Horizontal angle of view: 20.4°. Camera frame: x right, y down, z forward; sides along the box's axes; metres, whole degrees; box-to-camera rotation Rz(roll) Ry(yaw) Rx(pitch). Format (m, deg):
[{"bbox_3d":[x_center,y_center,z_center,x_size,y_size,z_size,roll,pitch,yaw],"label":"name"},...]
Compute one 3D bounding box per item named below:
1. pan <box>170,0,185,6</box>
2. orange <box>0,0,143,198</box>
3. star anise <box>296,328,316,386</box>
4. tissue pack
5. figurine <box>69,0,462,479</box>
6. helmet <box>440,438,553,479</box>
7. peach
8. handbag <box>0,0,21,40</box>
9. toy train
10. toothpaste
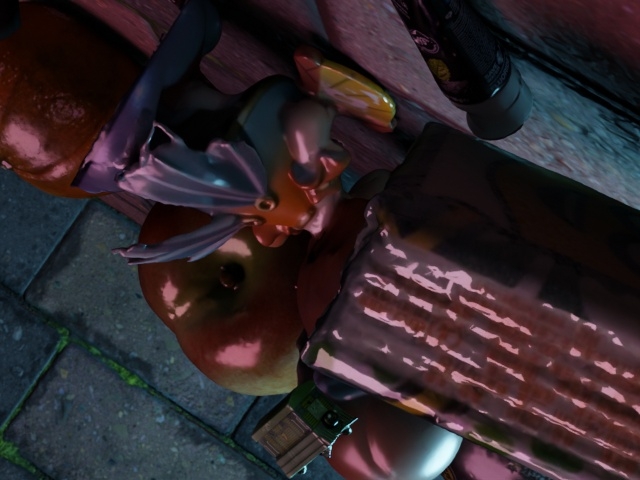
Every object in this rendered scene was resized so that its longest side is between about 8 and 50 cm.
[{"bbox_3d":[-0.205,-0.244,1.449,0.212,0.040,0.115,36,177,-6],"label":"pan"},{"bbox_3d":[-0.278,-0.141,1.870,0.240,0.171,0.240,32,171,5],"label":"orange"},{"bbox_3d":[0.039,0.082,1.638,0.089,0.231,0.209,48,-170,28],"label":"star anise"},{"bbox_3d":[0.165,0.056,1.030,0.311,0.128,0.228,25,-161,3],"label":"tissue pack"},{"bbox_3d":[0.001,-0.001,1.410,0.388,0.248,0.276,33,148,-8],"label":"figurine"},{"bbox_3d":[0.201,0.184,1.651,0.279,0.160,0.230,32,-165,-16],"label":"helmet"},{"bbox_3d":[-0.053,0.030,1.783,0.252,0.252,0.252,34,172,5],"label":"peach"},{"bbox_3d":[-0.314,-0.272,1.422,0.223,0.080,0.247,64,171,3],"label":"handbag"},{"bbox_3d":[-0.013,0.147,1.383,0.056,0.038,0.093,46,145,1],"label":"toy train"},{"bbox_3d":[0.065,-0.130,1.022,0.071,0.045,0.193,51,-177,42],"label":"toothpaste"}]
